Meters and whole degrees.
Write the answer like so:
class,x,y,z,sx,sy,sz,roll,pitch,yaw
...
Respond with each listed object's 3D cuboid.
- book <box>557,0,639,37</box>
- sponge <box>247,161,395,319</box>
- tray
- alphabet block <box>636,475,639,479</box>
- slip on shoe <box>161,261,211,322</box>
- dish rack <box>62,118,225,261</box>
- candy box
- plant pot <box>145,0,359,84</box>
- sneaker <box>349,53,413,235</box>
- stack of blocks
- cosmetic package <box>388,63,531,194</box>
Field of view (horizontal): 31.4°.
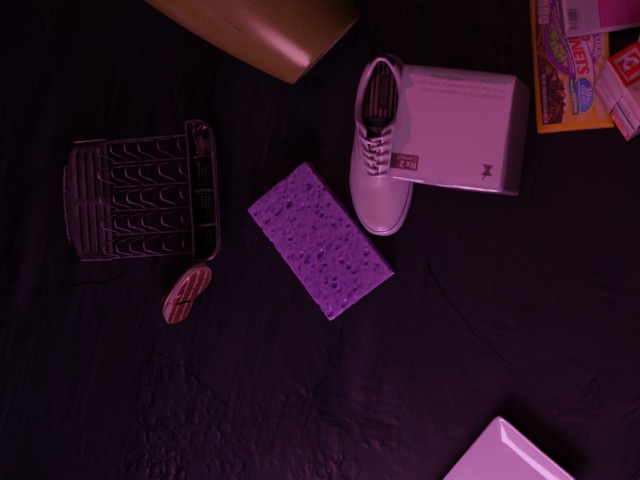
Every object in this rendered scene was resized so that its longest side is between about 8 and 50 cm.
class,x,y,z,sx,sy,sz,roll,pitch,yaw
book,0.390,-0.327,1.516,0.144,0.035,0.096,-7,93,-2
sponge,0.000,0.000,1.655,0.117,0.031,0.210,-39,81,13
tray,0.222,0.388,1.595,0.145,0.030,0.270,40,101,11
alphabet block,0.466,0.397,1.442,0.193,0.192,0.197,36,99,11
slip on shoe,-0.203,0.070,1.687,0.041,0.051,0.135,62,144,27
dish rack,-0.271,-0.067,1.712,0.271,0.074,0.208,-3,89,16
candy box,0.343,-0.253,1.555,0.105,0.027,0.206,-4,90,12
plant pot,-0.097,-0.366,1.582,0.275,0.275,0.293,-44,95,12
sneaker,0.079,-0.136,1.599,0.094,0.091,0.258,-1,90,16
stack of blocks,0.439,-0.223,1.375,0.171,0.297,0.087,-31,82,4
cosmetic package,0.190,-0.144,1.519,0.151,0.183,0.151,8,93,16
